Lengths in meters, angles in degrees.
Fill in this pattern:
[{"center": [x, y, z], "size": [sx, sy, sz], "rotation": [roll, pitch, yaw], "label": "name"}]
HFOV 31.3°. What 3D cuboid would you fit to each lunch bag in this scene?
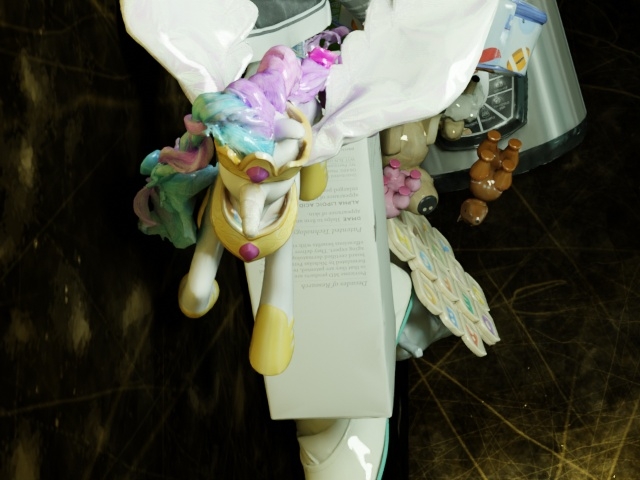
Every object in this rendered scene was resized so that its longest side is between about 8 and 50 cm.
[{"center": [0.137, -0.313, 1.540], "size": [0.243, 0.303, 0.115], "rotation": [-102, -151, -72], "label": "lunch bag"}]

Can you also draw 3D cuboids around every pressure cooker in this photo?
[{"center": [0.243, -0.327, 2.010], "size": [0.370, 0.375, 0.420], "rotation": [-28, 106, -36], "label": "pressure cooker"}]

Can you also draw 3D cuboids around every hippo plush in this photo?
[{"center": [0.085, 0.083, 1.844], "size": [0.294, 0.234, 0.236], "rotation": [-19, 82, -57], "label": "hippo plush"}]

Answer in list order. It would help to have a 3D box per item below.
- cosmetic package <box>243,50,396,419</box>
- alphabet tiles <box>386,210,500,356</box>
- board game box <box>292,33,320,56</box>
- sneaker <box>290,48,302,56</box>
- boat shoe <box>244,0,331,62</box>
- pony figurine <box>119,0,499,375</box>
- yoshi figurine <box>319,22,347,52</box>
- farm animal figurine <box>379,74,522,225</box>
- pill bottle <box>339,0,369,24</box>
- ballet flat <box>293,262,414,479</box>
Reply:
[{"center": [0.000, 0.000, 1.332], "size": [0.217, 0.156, 0.385], "rotation": [-82, 166, -55], "label": "cosmetic package"}, {"center": [0.179, 0.040, 1.741], "size": [0.284, 0.021, 0.278], "rotation": [43, 22, -32], "label": "alphabet tiles"}, {"center": [-0.037, -0.269, 1.467], "size": [0.194, 0.060, 0.194], "rotation": [-71, 158, -67], "label": "board game box"}, {"center": [-0.017, -0.196, 1.369], "size": [0.052, 0.135, 0.058], "rotation": [-63, -160, -4], "label": "sneaker"}, {"center": [-0.060, -0.264, 1.209], "size": [0.301, 0.108, 0.102], "rotation": [-53, 142, -65], "label": "boat shoe"}, {"center": [-0.032, -0.097, 0.936], "size": [0.363, 0.303, 0.351], "rotation": [104, -2, -64], "label": "pony figurine"}, {"center": [0.043, -0.274, 1.794], "size": [0.203, 0.203, 0.362], "rotation": [-31, 146, -34], "label": "yoshi figurine"}, {"center": [0.095, -0.120, 1.609], "size": [0.172, 0.330, 0.327], "rotation": [108, -23, -48], "label": "farm animal figurine"}, {"center": [0.062, -0.342, 1.292], "size": [0.278, 0.162, 0.162], "rotation": [40, 34, -24], "label": "pill bottle"}, {"center": [0.027, 0.190, 1.552], "size": [0.139, 0.139, 0.400], "rotation": [75, 25, -55], "label": "ballet flat"}]
